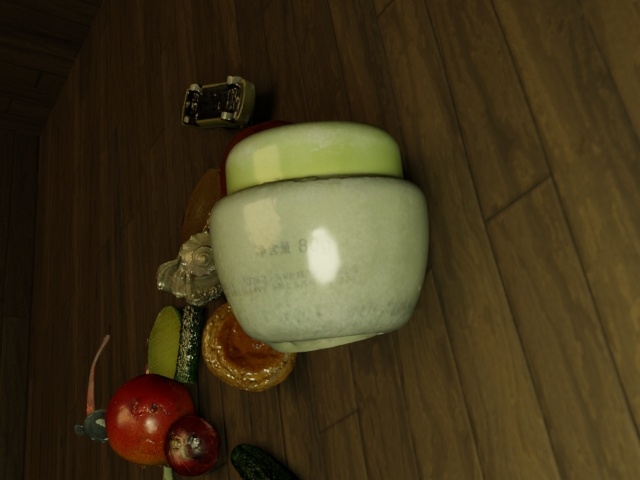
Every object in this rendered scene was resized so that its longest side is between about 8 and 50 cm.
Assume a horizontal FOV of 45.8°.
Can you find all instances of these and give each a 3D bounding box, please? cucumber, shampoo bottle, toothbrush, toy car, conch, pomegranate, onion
[{"bbox_3d":[-0.308,0.245,1.794,0.058,0.058,0.187,-2,80,58],"label":"cucumber"},{"bbox_3d":[0.000,0.000,1.113,0.322,0.322,0.318,-18,75,55],"label":"shampoo bottle"},{"bbox_3d":[-0.102,0.431,1.394,0.241,0.074,0.075,15,94,61],"label":"cucumber"},{"bbox_3d":[-0.371,0.547,1.835,0.028,0.026,0.295,-38,50,48],"label":"toothbrush"},{"bbox_3d":[-0.215,-0.306,1.743,0.256,0.124,0.101,6,87,49],"label":"toy car"},{"bbox_3d":[-0.278,0.066,1.697,0.245,0.178,0.163,150,117,-79],"label":"conch"},{"bbox_3d":[-0.387,0.420,1.743,0.210,0.210,0.235,-127,27,-50],"label":"pomegranate"},{"bbox_3d":[-0.273,0.439,1.624,0.131,0.131,0.131,-23,62,54],"label":"onion"}]

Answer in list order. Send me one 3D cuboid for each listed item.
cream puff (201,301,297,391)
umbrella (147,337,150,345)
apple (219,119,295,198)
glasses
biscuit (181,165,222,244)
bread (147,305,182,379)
[{"bbox_3d":[-0.139,0.214,1.455,0.169,0.183,0.184,116,152,-64],"label":"cream puff"},{"bbox_3d":[-0.451,0.289,2.047,0.031,0.020,0.083,-23,53,9],"label":"umbrella"},{"bbox_3d":[-0.077,-0.099,1.381,0.230,0.229,0.230,-23,62,54],"label":"apple"},{"bbox_3d":[-0.511,0.406,1.931,0.118,0.234,0.268,-34,42,14],"label":"glasses"},{"bbox_3d":[-0.273,-0.075,1.814,0.226,0.042,0.226,-41,37,41],"label":"biscuit"},{"bbox_3d":[-0.386,0.279,1.931,0.228,0.033,0.229,-19,67,56],"label":"bread"}]
